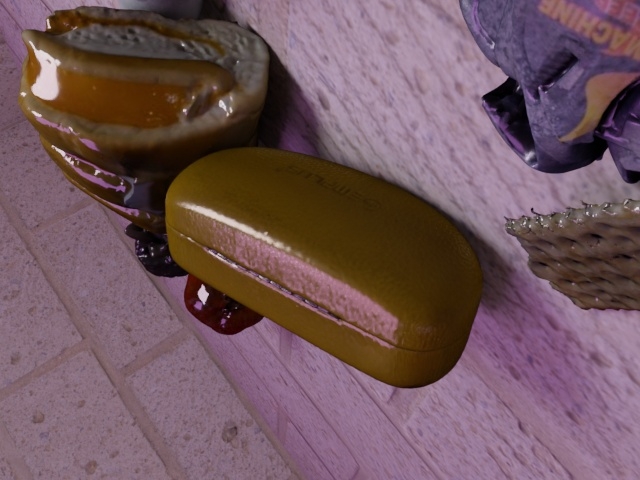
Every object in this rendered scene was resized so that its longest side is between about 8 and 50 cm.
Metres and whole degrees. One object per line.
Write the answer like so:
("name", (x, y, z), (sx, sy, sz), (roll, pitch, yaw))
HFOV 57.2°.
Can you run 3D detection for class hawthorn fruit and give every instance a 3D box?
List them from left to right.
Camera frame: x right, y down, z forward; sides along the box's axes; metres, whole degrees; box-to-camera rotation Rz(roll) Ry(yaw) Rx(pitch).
("hawthorn fruit", (-0.196, 0.096, 1.243), (0.185, 0.185, 0.202), (66, 175, -20))

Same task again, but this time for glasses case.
("glasses case", (0.000, 0.000, 0.639), (0.371, 0.173, 0.141), (25, 127, 27))

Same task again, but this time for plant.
("plant", (-0.330, -0.030, 1.280), (0.321, 0.194, 0.182), (125, 134, -62))

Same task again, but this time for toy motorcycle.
("toy motorcycle", (0.133, -0.138, 0.306), (0.307, 0.108, 0.173), (59, 158, -19))

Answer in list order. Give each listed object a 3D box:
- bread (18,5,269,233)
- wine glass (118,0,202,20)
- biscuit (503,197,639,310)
("bread", (-0.234, -0.132, 0.809), (0.341, 0.300, 0.210), (121, 155, -64))
("wine glass", (-0.205, -0.327, 0.751), (0.111, 0.111, 0.204), (52, 153, 13))
("biscuit", (0.209, 0.014, 0.391), (0.144, 0.016, 0.203), (30, 165, -17))
